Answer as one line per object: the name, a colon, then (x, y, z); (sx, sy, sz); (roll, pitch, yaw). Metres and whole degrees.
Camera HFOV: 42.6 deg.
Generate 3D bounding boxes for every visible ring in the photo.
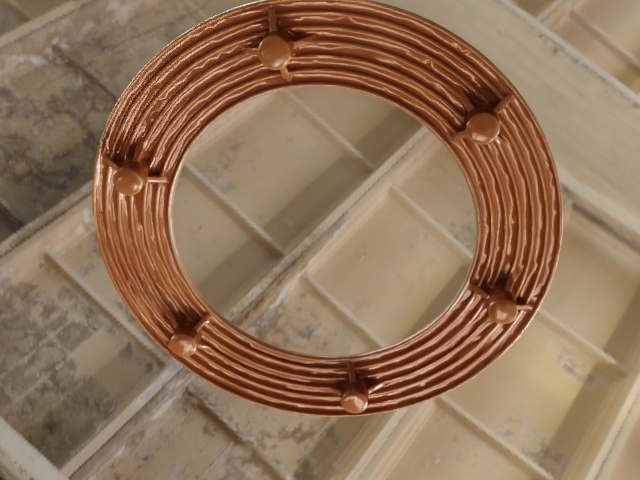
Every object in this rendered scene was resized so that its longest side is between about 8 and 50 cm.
ring: (0.000, 0.000, 0.580); (0.336, 0.336, 0.032); (22, -152, -5)
